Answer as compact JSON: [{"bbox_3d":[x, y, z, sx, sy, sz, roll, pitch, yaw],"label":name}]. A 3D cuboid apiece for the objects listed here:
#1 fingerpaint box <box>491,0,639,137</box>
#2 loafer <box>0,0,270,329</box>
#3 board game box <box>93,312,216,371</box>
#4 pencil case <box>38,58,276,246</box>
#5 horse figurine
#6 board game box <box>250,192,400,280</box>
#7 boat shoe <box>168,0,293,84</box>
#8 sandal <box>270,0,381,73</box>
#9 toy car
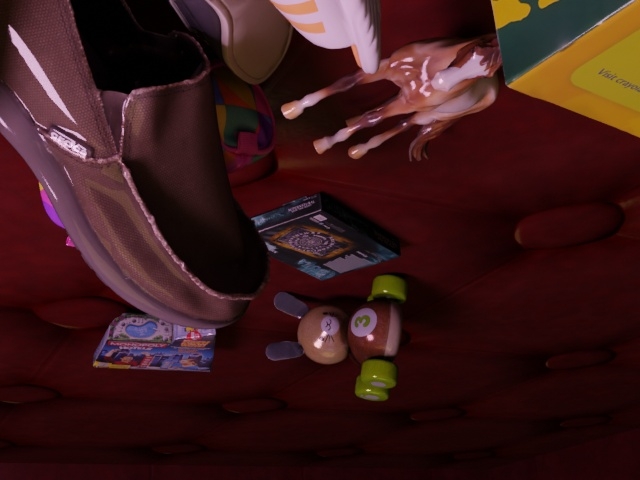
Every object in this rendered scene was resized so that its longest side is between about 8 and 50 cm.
[{"bbox_3d":[0.387,-0.189,0.525,0.445,0.163,0.371,12,153,-33],"label":"fingerpaint box"},{"bbox_3d":[-0.129,-0.076,0.600,0.130,0.134,0.366,-19,128,22],"label":"loafer"},{"bbox_3d":[-0.235,0.144,1.303,0.194,0.060,0.194,6,153,-22],"label":"board game box"},{"bbox_3d":[-0.153,-0.075,0.772,0.236,0.104,0.104,-23,150,34],"label":"pencil case"},{"bbox_3d":[0.084,-0.119,0.694,0.174,0.066,0.263,-23,174,18],"label":"horse figurine"},{"bbox_3d":[0.000,0.000,1.056,0.126,0.026,0.186,-18,153,29],"label":"board game box"},{"bbox_3d":[-0.076,-0.184,0.612,0.065,0.075,0.206,34,174,22],"label":"boat shoe"},{"bbox_3d":[-0.022,-0.205,0.513,0.076,0.102,0.265,-10,147,15],"label":"sandal"},{"bbox_3d":[0.020,0.131,1.228,0.188,0.155,0.149,9,156,0],"label":"toy car"}]
